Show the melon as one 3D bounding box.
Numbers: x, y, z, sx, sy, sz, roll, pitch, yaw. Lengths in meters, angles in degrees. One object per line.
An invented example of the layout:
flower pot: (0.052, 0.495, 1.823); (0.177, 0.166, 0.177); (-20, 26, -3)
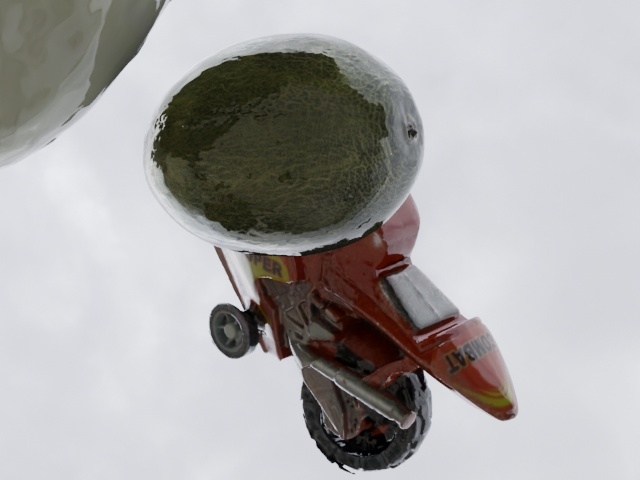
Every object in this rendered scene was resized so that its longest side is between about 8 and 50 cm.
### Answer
melon: (-0.019, -0.040, 0.432); (0.130, 0.098, 0.098); (-5, -67, 25)

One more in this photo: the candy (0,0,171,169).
candy: (-0.169, -0.173, 0.401); (0.295, 0.185, 0.296); (-6, -102, 29)

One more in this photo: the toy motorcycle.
toy motorcycle: (0.000, 0.001, 0.626); (0.171, 0.089, 0.298); (-35, -102, 35)
